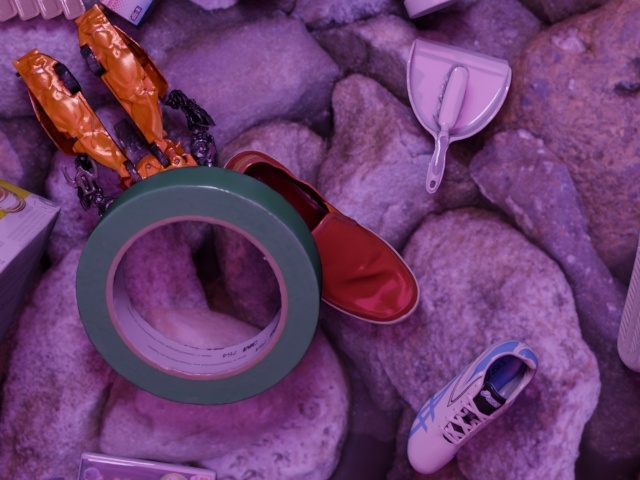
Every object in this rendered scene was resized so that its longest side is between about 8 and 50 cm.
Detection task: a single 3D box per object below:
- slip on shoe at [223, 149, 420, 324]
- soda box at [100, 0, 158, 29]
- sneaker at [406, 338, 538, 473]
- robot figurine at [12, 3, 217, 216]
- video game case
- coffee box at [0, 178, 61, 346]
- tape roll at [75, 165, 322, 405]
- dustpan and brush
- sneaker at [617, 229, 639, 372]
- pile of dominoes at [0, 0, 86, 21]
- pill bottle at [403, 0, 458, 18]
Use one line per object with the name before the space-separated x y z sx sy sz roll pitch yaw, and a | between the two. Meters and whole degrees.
slip on shoe | 0.000 0.000 1.687 0.331 0.101 0.123 41 88 -6
soda box | -0.224 -0.380 1.677 0.063 0.058 0.183 33 91 -5
sneaker | 0.208 0.231 1.718 0.085 0.086 0.237 42 91 -6
robot figurine | -0.270 -0.159 1.670 0.211 0.085 0.291 -35 93 -1
video game case | -0.252 0.394 1.725 0.190 0.022 0.173 9 92 -4
coffee box | -0.568 0.073 1.502 0.334 0.337 0.338 26 105 -4
tape roll | -0.158 0.063 1.634 0.321 0.077 0.321 1 113 3
dustpan and brush | 0.175 -0.167 1.710 0.147 0.060 0.211 15 91 -4
sneaker | 0.528 0.023 1.717 0.148 0.131 0.350 12 97 -11
pile of dominoes | -0.438 -0.393 1.685 0.251 0.040 0.196 -2 93 4
pill bottle | 0.127 -0.403 1.672 0.112 0.112 0.186 -21 93 -3
